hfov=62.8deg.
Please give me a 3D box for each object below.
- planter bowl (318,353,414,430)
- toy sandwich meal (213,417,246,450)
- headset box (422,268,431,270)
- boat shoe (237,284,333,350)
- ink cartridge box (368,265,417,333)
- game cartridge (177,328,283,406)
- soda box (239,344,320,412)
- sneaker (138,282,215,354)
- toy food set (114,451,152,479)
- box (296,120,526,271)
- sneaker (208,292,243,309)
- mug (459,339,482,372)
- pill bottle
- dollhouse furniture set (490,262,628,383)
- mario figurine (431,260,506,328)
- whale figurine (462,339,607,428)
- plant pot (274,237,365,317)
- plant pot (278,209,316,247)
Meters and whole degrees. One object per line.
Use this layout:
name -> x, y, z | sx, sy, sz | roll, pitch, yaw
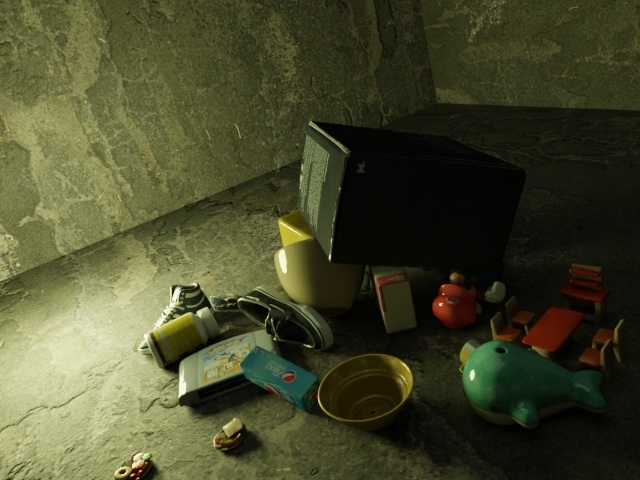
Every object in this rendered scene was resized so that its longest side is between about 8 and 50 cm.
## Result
planter bowl -> 0.110, 0.357, 1.175 | 0.217, 0.090, 0.217 | -13, 23, 6
toy sandwich meal -> -0.216, 0.458, 1.240 | 0.086, 0.029, 0.085 | -14, 23, 6
headset box -> 0.469, -0.019, 1.749 | 0.293, 0.110, 0.218 | -12, 24, 12
boat shoe -> -0.110, 0.238, 1.509 | 0.119, 0.121, 0.335 | -25, 33, -38
ink cartridge box -> 0.202, 0.139, 1.513 | 0.092, 0.158, 0.218 | -13, 24, 0
game cartridge -> -0.256, 0.350, 1.484 | 0.297, 0.062, 0.198 | -19, 28, -6
soda box -> -0.100, 0.343, 1.312 | 0.210, 0.067, 0.071 | 17, 49, 34
sneaker -> -0.497, 0.247, 1.739 | 0.282, 0.153, 0.099 | -33, 28, -33
toy food set -> -0.436, 0.532, 1.233 | 0.083, 0.020, 0.082 | -10, 24, 16
box -> 0.218, -0.141, 1.491 | 0.480, 0.297, 0.472 | 4, 18, -14
sneaker -> -0.332, 0.213, 1.852 | 0.135, 0.052, 0.058 | 2, 19, 22
mug -> 0.370, 0.282, 1.232 | 0.062, 0.078, 0.064 | 7, 15, -40
pill bottle -> -0.426, 0.297, 1.629 | 0.209, 0.119, 0.119 | -26, 25, -20
dollhouse furniture set -> 0.568, 0.176, 1.220 | 0.259, 0.135, 0.262 | -33, 29, -34
mario figurine -> 0.401, 0.107, 1.430 | 0.198, 0.170, 0.320 | -42, -4, 38
whale figurine -> 0.429, 0.281, 1.072 | 0.272, 0.141, 0.216 | -3, 26, 27
plant pot -> 0.009, 0.127, 1.583 | 0.284, 0.284, 0.190 | -12, 68, 11
plant pot -> 0.000, 0.000, 1.924 | 0.212, 0.212, 0.187 | -29, 39, -26
